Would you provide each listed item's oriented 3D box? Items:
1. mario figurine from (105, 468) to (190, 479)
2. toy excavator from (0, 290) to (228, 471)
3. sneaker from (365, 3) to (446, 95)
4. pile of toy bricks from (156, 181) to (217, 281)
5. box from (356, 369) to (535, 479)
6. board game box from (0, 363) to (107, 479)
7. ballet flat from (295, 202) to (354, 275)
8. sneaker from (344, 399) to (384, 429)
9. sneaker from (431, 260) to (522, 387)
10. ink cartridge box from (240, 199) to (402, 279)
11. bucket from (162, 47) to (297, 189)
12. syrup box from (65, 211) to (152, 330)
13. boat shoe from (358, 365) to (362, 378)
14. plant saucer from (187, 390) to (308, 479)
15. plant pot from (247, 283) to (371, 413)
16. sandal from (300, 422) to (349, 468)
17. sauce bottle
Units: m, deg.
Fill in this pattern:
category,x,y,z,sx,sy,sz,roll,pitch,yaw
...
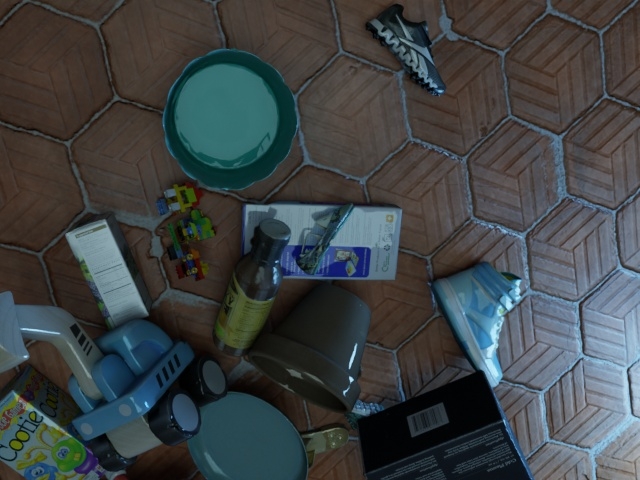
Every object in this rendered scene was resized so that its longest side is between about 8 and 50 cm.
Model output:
category,x,y,z,sx,sy,sz,roll,pitch,yaw
mario figurine,-0.420,0.617,1.548,0.320,0.170,0.198,-8,143,15
toy excavator,-0.449,0.253,1.323,0.222,0.433,0.445,-29,99,21
sneaker,0.213,-0.427,1.441,0.234,0.078,0.106,43,95,-14
pile of toy bricks,-0.281,-0.019,1.451,0.105,0.118,0.212,-17,90,-34
box,0.309,0.535,1.578,0.343,0.179,0.313,-24,117,9
board game box,-0.612,0.437,1.466,0.142,0.144,0.275,-44,107,2
ballet flat,0.005,-0.013,1.449,0.070,0.070,0.188,30,94,-15
sneaker,0.087,0.440,1.636,0.166,0.065,0.076,23,103,-12
sneaker,0.428,0.197,1.604,0.208,0.127,0.319,-29,107,-1
ink cartridge box,0.000,0.000,1.512,0.370,0.069,0.176,1,104,-13
bucket,-0.188,-0.252,1.357,0.281,0.183,0.281,-2,104,-9
syrup box,-0.460,0.065,1.431,0.096,0.093,0.237,-22,106,-4
boat shoe,0.020,0.347,1.600,0.177,0.060,0.064,-14,105,-7
plant saucer,-0.170,0.488,1.547,0.317,0.044,0.318,7,112,19
plant pot,0.000,0.229,1.481,0.263,0.263,0.229,36,65,-16
sandal,-0.039,0.530,1.623,0.240,0.079,0.088,-20,106,-5
sauce bottle,-0.147,0.104,1.426,0.111,0.111,0.344,15,123,-13
